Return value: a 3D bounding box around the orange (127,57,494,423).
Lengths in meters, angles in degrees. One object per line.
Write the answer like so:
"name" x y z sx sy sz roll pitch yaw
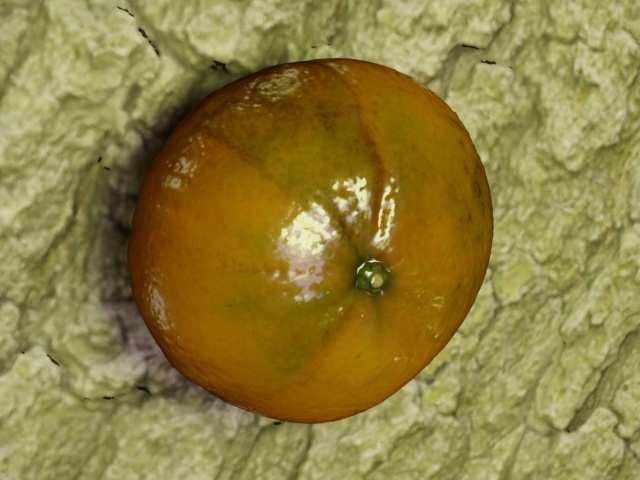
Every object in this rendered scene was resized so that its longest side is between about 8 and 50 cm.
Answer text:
"orange" 0.000 0.000 1.137 0.240 0.171 0.240 -6 103 -27
